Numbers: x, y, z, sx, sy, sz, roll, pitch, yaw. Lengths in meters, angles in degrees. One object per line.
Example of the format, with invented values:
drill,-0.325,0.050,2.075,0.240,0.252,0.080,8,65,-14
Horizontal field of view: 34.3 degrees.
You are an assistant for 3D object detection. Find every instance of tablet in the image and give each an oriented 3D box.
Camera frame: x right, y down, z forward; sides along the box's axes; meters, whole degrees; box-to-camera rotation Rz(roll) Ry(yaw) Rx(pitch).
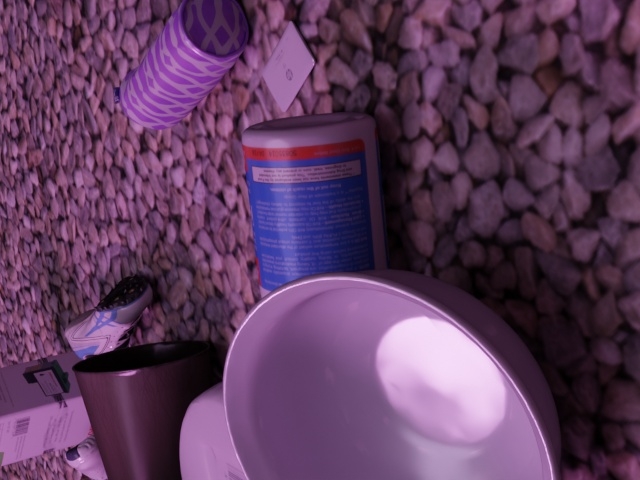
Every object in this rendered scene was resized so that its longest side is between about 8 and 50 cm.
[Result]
tablet,-0.033,-0.173,1.036,0.054,0.006,0.083,62,145,19

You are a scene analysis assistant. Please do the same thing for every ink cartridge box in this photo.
ink cartridge box,-0.447,0.265,1.625,0.093,0.219,0.160,58,143,28

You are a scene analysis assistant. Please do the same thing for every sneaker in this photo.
sneaker,-0.288,0.116,1.469,0.086,0.085,0.237,48,142,-7
sneaker,-0.268,0.340,1.454,0.153,0.094,0.235,54,170,12

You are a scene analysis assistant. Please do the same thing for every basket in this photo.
basket,-0.208,0.255,1.317,0.204,0.154,0.227,-5,97,42

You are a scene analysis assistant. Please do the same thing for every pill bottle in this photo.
pill bottle,0.000,0.000,0.948,0.124,0.124,0.222,12,111,53

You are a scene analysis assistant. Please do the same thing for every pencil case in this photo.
pencil case,-0.152,-0.195,1.138,0.206,0.086,0.088,-29,55,54

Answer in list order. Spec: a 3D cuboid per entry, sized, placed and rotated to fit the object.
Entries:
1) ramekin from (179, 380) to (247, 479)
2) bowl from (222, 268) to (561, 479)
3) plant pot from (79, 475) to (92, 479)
ramekin,-0.035,0.259,1.094,0.277,0.135,0.277,26,124,48
bowl,0.075,0.140,0.848,0.297,0.134,0.298,14,119,27
plant pot,-0.325,0.445,1.583,0.167,0.167,0.165,-45,58,53
